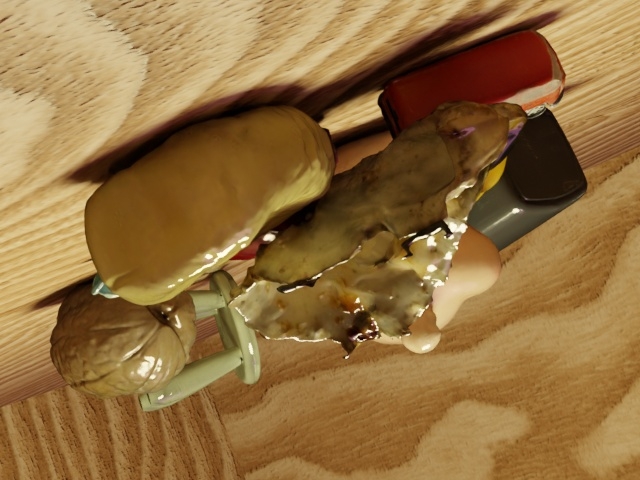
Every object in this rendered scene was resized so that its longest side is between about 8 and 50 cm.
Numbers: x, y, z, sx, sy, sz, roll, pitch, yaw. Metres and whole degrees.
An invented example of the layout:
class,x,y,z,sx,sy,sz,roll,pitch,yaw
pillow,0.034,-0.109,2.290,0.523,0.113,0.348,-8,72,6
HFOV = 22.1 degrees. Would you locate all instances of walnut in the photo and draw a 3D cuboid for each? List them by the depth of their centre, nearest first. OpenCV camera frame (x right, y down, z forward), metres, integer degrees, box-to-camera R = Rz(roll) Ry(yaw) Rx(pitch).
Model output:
class,x,y,z,sx,sy,sz,roll,pitch,yaw
walnut,-0.269,0.126,2.164,0.178,0.178,0.230,-17,-177,-43

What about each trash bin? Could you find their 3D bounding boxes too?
class,x,y,z,sx,sy,sz,roll,pitch,yaw
trash bin,0.180,-0.048,2.114,0.209,0.182,0.290,-15,167,-46

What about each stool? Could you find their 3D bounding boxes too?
class,x,y,z,sx,sy,sz,roll,pitch,yaw
stool,-0.218,0.163,2.671,0.198,0.195,0.195,-15,174,-13

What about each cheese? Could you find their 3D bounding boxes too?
class,x,y,z,sx,sy,sz,roll,pitch,yaw
cheese,-0.091,-0.036,1.420,0.226,0.117,0.214,-28,179,23

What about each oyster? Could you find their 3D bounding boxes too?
class,x,y,z,sx,sy,sz,roll,pitch,yaw
oyster,0.052,-0.011,1.482,0.197,0.133,0.337,-3,151,-41

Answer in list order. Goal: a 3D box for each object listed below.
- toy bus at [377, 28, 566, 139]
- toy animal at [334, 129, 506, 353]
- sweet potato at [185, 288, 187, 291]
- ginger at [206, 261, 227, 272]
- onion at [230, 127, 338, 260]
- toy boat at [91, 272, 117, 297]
class,x,y,z,sx,sy,sz,roll,pitch,yaw
toy bus,0.144,-0.140,1.520,0.174,0.079,0.077,-21,166,-3
toy animal,0.113,0.000,1.874,0.277,0.247,0.345,-19,175,-10
sweet potato,-0.278,0.096,2.418,0.202,0.058,0.055,-16,152,-42
ginger,-0.129,-0.004,1.796,0.204,0.080,0.104,-26,179,27
onion,-0.069,-0.034,1.612,0.151,0.098,0.206,-20,176,-37
toy boat,-0.218,0.038,1.978,0.137,0.060,0.061,-22,155,-46
